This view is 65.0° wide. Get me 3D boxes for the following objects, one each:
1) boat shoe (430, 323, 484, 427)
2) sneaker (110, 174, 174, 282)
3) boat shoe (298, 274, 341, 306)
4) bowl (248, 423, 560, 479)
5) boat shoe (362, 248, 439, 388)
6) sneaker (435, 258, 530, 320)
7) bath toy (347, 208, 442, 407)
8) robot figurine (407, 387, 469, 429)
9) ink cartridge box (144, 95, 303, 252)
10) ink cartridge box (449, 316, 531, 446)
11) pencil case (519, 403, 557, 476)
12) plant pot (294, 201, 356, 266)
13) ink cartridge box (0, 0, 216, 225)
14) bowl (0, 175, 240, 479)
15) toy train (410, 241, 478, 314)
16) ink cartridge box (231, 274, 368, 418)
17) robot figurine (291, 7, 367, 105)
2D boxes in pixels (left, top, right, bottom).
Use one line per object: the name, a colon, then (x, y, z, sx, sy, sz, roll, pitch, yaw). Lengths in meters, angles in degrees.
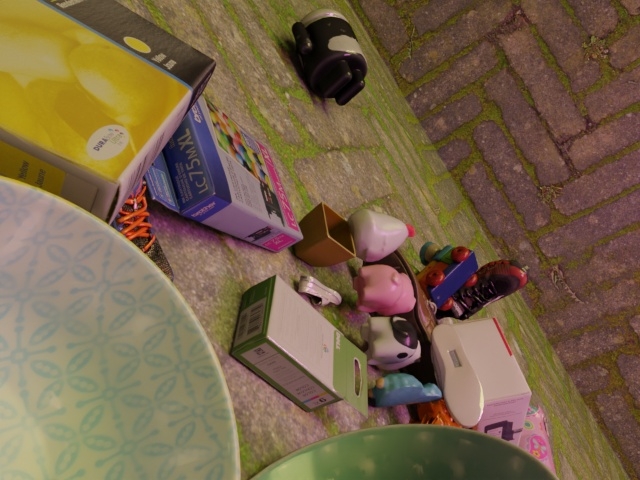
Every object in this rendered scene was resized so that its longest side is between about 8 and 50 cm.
boat shoe: (0.227, 0.237, 0.868, 0.063, 0.066, 0.184, 86, -9, -49)
sneaker: (-0.212, -0.041, 0.508, 0.221, 0.087, 0.083, 59, 25, 1)
boat shoe: (-0.002, 0.092, 0.828, 0.100, 0.035, 0.035, 39, 58, -44)
bowl: (0.068, 0.308, 0.445, 0.311, 0.312, 0.163, -18, 97, -65)
boat shoe: (0.170, 0.148, 1.012, 0.104, 0.111, 0.307, -9, 80, -68)
sneaker: (0.381, 0.132, 1.241, 0.097, 0.276, 0.135, 56, 42, -10)
bath toy: (0.125, 0.106, 0.883, 0.151, 0.129, 0.348, 110, -25, -65)
robot figurine: (0.248, 0.414, 0.865, 0.291, 0.085, 0.211, 60, 23, 2)
ink cartridge box: (-0.136, -0.100, 0.694, 0.311, 0.065, 0.185, 24, 40, -64)
ink cartridge box: (0.319, 0.294, 0.986, 0.172, 0.100, 0.237, -100, 178, -47)
pencil case: (0.490, 0.509, 1.176, 0.124, 0.124, 0.284, 52, 26, -15)
plant pot: (0.000, 0.000, 0.866, 0.081, 0.083, 0.081, 36, 32, -41)
ink cartridge box: (-0.273, -0.175, 0.447, 0.307, 0.072, 0.303, 29, 34, -16)
bowl: (-0.198, 0.121, 0.267, 0.289, 0.156, 0.289, 43, 30, -32)
toy train: (0.242, 0.102, 1.186, 0.143, 0.248, 0.105, 27, -28, 51)
ink cartridge box: (-0.020, 0.155, 0.679, 0.209, 0.062, 0.109, 45, 28, -29)
robot figurine: (0.026, -0.511, 1.397, 0.209, 0.174, 0.278, 78, -6, -64)
